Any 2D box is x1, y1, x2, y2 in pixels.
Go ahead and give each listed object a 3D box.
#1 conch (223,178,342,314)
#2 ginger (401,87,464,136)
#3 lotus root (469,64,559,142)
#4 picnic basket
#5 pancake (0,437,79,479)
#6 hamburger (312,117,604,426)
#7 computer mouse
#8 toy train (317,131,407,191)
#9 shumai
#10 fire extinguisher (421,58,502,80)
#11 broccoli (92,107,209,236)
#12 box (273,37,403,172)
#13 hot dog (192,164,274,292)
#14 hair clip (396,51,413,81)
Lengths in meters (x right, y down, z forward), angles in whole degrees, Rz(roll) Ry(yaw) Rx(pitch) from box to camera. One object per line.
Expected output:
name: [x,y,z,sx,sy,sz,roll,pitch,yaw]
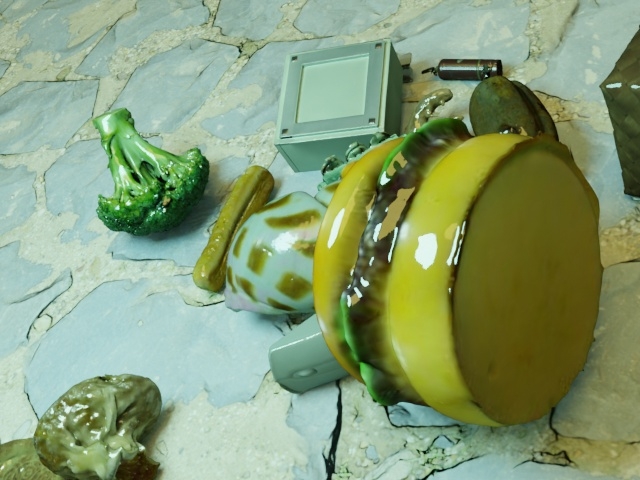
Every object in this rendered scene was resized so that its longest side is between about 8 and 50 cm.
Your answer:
conch: [-0.001,0.001,1.205,0.368,0.197,0.249,-24,45,-13]
ginger: [0.226,-0.155,1.315,0.149,0.065,0.259,-48,46,32]
lotus root: [0.339,-0.200,1.271,0.124,0.123,0.241,7,46,-19]
picnic basket: [0.601,-0.187,1.036,0.321,0.291,0.254,20,63,45]
pancake: [-0.509,0.441,1.187,0.250,0.031,0.250,-13,48,14]
hamburger: [0.176,0.052,0.973,0.277,0.396,0.396,9,56,48]
computer mouse: [0.029,0.162,1.116,0.231,0.128,0.079,-35,41,-5]
toy train: [0.087,-0.121,1.324,0.194,0.125,0.081,-29,54,-5]
shumai: [-0.337,0.317,1.130,0.209,0.161,0.153,-21,41,-18]
fire extinguisher: [0.296,-0.355,1.480,0.157,0.045,0.078,7,28,29]
broccoli: [-0.361,-0.142,1.454,0.254,0.269,0.269,-35,46,-23]
box: [0.040,-0.273,1.440,0.225,0.117,0.225,-4,64,21]
hot dog: [-0.170,-0.026,1.387,0.061,0.088,0.286,4,52,33]
hair clip: [0.095,-0.361,1.560,0.220,0.054,0.140,-7,54,18]
